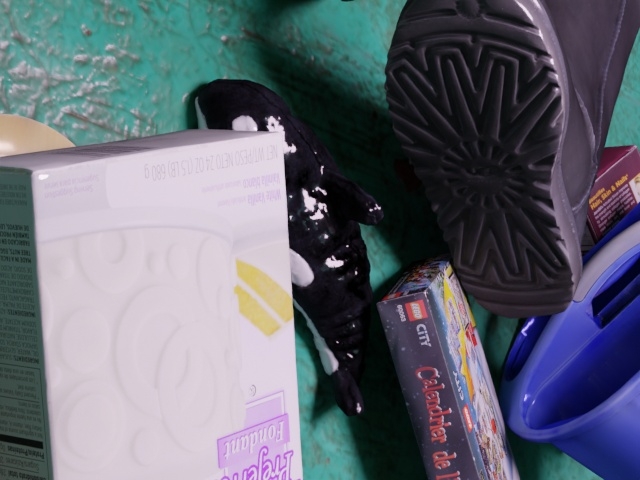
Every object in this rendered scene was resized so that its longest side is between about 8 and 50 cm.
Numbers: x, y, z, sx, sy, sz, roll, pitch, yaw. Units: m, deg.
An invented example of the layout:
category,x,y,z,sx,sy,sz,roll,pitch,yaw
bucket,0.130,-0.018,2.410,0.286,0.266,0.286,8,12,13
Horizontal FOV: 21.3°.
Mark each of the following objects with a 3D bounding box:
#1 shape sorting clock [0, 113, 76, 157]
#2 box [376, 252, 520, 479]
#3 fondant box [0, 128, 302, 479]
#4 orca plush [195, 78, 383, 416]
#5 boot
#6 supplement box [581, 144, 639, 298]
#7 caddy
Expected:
category,x,y,z,sx,sy,sz,roll,pitch,yaw
shape sorting clock,-0.213,0.019,1.135,0.206,0.040,0.206,-1,91,-52
box,0.114,0.139,1.453,0.159,0.044,0.233,-39,113,-72
fondant box,-0.122,0.099,1.141,0.238,0.096,0.330,-14,105,-50
orca plush,0.000,0.000,1.346,0.151,0.102,0.287,-22,99,-50
boot,0.199,-0.211,1.520,0.367,0.146,0.445,77,28,-44
supplement box,0.290,0.012,1.694,0.104,0.081,0.188,-38,111,-35
caddy,0.308,0.065,1.522,0.179,0.341,0.241,40,13,-18
